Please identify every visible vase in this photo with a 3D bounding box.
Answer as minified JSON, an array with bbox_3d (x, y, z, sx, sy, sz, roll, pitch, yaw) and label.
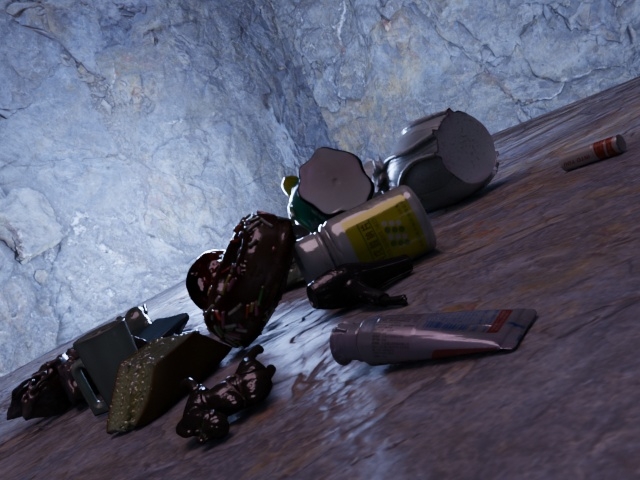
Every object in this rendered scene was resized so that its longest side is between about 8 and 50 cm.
[{"bbox_3d":[0.262,-0.182,1.912,0.250,0.250,0.445,-29,2,-29],"label":"vase"}]

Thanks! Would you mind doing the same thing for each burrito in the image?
[{"bbox_3d":[-0.047,0.071,1.700,0.309,0.066,0.096,-21,3,36],"label":"burrito"}]

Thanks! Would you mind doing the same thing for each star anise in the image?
[{"bbox_3d":[-0.539,0.293,1.574,0.331,0.118,0.332,-26,11,6],"label":"star anise"}]

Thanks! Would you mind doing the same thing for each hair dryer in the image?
[{"bbox_3d":[0.098,0.077,1.156,0.195,0.075,0.219,-18,13,-19],"label":"hair dryer"}]

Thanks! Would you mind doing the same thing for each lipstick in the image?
[{"bbox_3d":[0.563,-0.181,1.479,0.130,0.038,0.038,-20,8,47],"label":"lipstick"}]

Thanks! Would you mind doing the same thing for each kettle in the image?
[{"bbox_3d":[-0.379,0.232,1.280,0.127,0.148,0.098,-26,8,-17],"label":"kettle"}]

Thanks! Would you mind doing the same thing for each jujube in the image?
[{"bbox_3d":[-0.261,0.111,1.823,0.168,0.168,0.236,-26,16,-6],"label":"jujube"}]

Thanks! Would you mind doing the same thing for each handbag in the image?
[{"bbox_3d":[-0.401,0.243,1.756,0.144,0.057,0.221,-36,12,-30],"label":"handbag"}]

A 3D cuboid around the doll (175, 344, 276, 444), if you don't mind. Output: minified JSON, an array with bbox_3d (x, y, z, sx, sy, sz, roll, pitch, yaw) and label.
[{"bbox_3d":[-0.121,0.203,0.909,0.139,0.057,0.165,-24,14,-3],"label":"doll"}]

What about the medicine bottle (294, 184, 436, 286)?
[{"bbox_3d":[0.079,0.007,1.360,0.258,0.143,0.143,-26,6,-1],"label":"medicine bottle"}]

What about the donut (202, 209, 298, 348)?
[{"bbox_3d":[-0.134,0.067,1.308,0.270,0.103,0.270,-56,18,30],"label":"donut"}]

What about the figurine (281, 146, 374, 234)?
[{"bbox_3d":[0.030,-0.100,1.923,0.231,0.323,0.340,-52,-5,-15],"label":"figurine"}]

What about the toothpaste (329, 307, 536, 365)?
[{"bbox_3d":[0.117,0.106,0.793,0.234,0.057,0.089,-13,14,37],"label":"toothpaste"}]

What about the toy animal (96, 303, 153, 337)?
[{"bbox_3d":[-0.551,0.263,1.924,0.236,0.108,0.138,-27,6,-9],"label":"toy animal"}]

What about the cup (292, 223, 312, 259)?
[{"bbox_3d":[-0.085,0.032,1.880,0.142,0.134,0.173,-22,8,47],"label":"cup"}]

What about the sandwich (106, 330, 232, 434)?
[{"bbox_3d":[-0.254,0.217,1.181,0.094,0.096,0.258,-15,13,32],"label":"sandwich"}]
